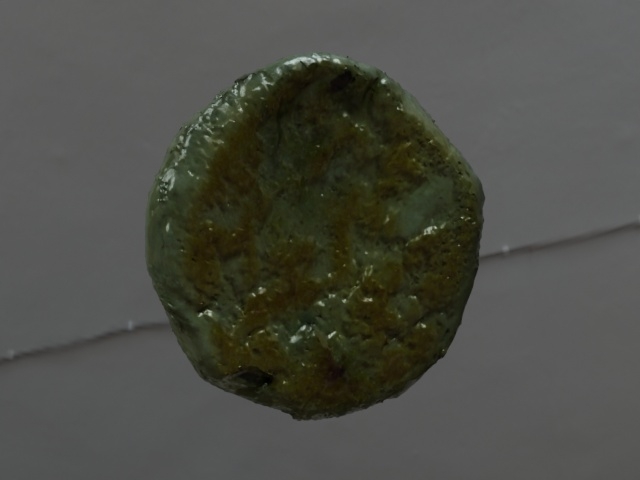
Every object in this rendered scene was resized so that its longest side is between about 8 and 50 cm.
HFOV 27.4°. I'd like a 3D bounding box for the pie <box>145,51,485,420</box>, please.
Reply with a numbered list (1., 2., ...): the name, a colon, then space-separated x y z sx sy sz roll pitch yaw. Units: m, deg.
1. pie: 0.000 0.000 0.663 0.186 0.041 0.187 -1 -87 -24
